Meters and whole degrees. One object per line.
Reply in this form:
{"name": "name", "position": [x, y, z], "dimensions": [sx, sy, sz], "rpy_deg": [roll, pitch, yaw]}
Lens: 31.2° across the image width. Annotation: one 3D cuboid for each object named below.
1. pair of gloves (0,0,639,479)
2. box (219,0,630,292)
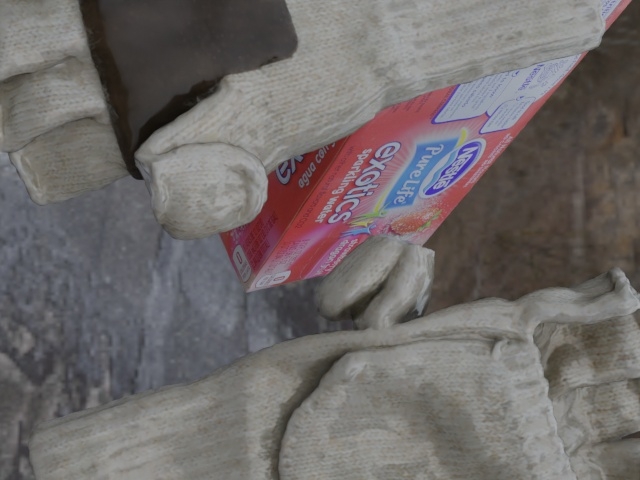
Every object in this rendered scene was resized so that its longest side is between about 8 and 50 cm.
{"name": "pair of gloves", "position": [0.000, 0.000, 0.358], "dimensions": [0.042, 0.204, 0.240], "rpy_deg": [167, -85, -90]}
{"name": "box", "position": [0.038, -0.110, 0.722], "dimensions": [0.154, 0.300, 0.142], "rpy_deg": [-11, 64, -31]}
